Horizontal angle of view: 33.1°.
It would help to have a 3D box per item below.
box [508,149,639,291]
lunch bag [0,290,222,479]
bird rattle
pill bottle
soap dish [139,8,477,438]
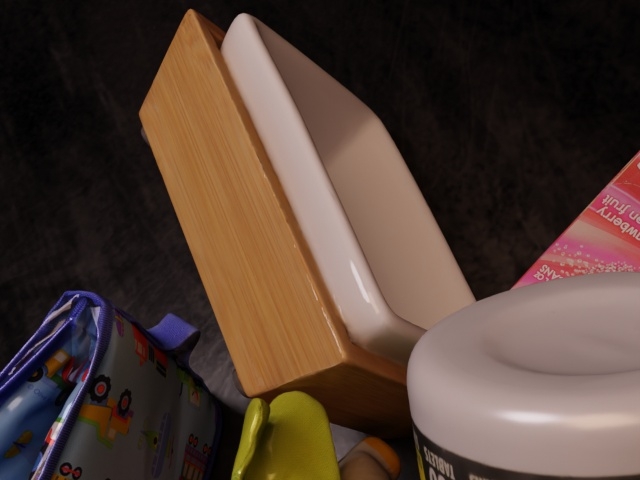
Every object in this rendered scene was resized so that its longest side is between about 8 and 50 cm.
[{"bbox_3d":[0.281,0.094,0.667,0.154,0.142,0.300,-46,60,-8],"label":"box"},{"bbox_3d":[-0.163,0.179,0.716,0.138,0.221,0.293,23,73,26],"label":"lunch bag"},{"bbox_3d":[-0.028,0.214,0.658,0.143,0.207,0.253,38,112,11],"label":"bird rattle"},{"bbox_3d":[0.158,0.199,0.549,0.188,0.188,0.333,-7,104,14],"label":"pill bottle"},{"bbox_3d":[0.000,0.000,0.763,0.118,0.229,0.290,-35,58,17],"label":"soap dish"}]
